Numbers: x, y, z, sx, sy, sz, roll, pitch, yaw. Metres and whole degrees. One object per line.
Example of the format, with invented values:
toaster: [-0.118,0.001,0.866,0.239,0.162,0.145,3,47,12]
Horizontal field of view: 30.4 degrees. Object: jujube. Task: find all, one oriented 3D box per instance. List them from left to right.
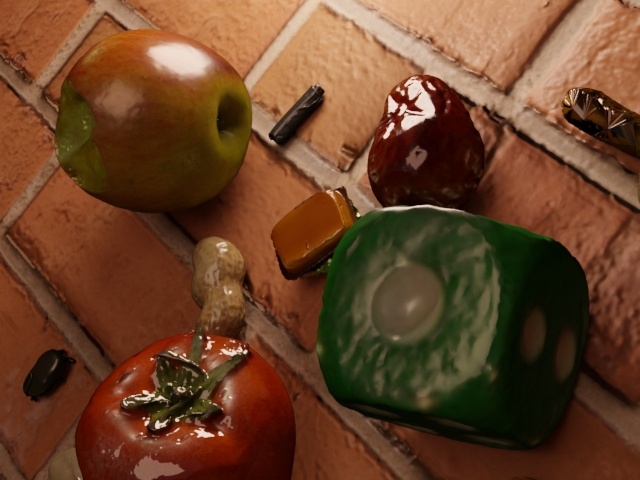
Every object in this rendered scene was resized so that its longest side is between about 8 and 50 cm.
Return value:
jujube: [0.165,-0.151,1.871,0.190,0.190,0.255,-23,51,23]

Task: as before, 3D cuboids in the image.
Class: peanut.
peanut: [-0.177,0.099,2.033,0.104,0.085,0.228,-24,58,33]

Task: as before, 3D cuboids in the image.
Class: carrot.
carrot: [0.458,-0.164,1.750,0.228,0.069,0.069,36,90,38]

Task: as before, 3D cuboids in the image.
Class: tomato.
tomato: [-0.206,0.315,1.836,0.341,0.273,0.341,-2,47,2]

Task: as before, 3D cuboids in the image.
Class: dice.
dice: [0.188,0.123,1.647,0.297,0.300,0.287,4,74,33]

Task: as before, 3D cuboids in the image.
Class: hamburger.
hamburger: [0.000,0.000,1.959,0.166,0.087,0.137,-31,56,20]

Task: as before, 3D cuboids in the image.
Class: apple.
apple: [-0.291,-0.208,2.096,0.339,0.339,0.340,-14,62,28]

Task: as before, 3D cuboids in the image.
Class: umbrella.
umbrella: [-0.042,-0.227,2.130,0.036,0.031,0.133,43,95,12]

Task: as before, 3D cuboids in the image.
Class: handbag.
handbag: [-0.517,0.252,2.207,0.072,0.047,0.111,38,92,34]

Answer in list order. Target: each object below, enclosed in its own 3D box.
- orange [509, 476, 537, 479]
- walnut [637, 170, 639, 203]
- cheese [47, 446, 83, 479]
orange: [0.280,0.365,1.616,0.083,0.070,0.083,-14,65,32]
walnut: [0.562,-0.082,1.524,0.253,0.282,0.277,-12,46,-16]
cheese: [-0.376,0.506,1.916,0.248,0.173,0.251,32,89,44]
